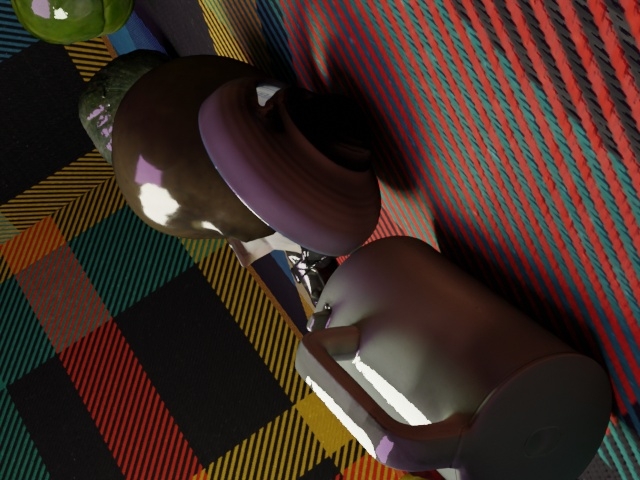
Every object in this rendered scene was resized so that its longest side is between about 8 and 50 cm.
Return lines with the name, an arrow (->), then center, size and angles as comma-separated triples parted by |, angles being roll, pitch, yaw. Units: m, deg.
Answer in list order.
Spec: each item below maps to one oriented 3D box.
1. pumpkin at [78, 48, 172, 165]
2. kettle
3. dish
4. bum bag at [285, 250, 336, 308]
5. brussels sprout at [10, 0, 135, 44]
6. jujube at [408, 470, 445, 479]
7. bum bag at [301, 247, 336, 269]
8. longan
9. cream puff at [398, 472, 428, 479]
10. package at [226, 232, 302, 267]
pumpkin -> -0.427, -0.307, 1.975 | 0.327, 0.291, 0.257 | 48, 150, -8
kettle -> 0.130, 0.132, 0.900 | 0.265, 0.205, 0.318 | 35, -176, -36
dish -> -0.004, -0.127, 0.993 | 0.273, 0.134, 0.273 | 34, -151, -22
bum bag -> -0.002, 0.084, 1.741 | 0.340, 0.095, 0.144 | 60, -176, -15
brussels sprout -> -0.568, -0.592, 1.759 | 0.371, 0.276, 0.315 | 44, 161, 52
jujube -> 0.185, 0.311, 1.348 | 0.183, 0.183, 0.243 | 57, 169, -2
bum bag -> 0.000, 0.000, 1.486 | 0.197, 0.087, 0.049 | 76, 176, -59
longan -> -0.167, -0.138, 1.249 | 0.319, 0.319, 0.319 | 54, 169, 15
cream puff -> 0.296, 0.602, 1.679 | 0.323, 0.270, 0.274 | 54, 135, 6
package -> -0.109, -0.126, 1.528 | 0.165, 0.221, 0.311 | -2, 130, 30
